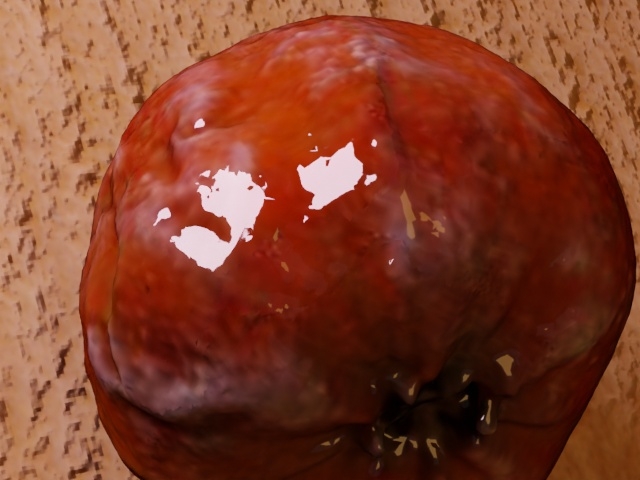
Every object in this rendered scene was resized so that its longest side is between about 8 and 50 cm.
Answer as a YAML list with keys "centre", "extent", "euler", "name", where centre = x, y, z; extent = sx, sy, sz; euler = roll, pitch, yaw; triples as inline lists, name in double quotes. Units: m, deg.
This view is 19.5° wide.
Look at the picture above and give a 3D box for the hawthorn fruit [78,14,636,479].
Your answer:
- centre: [0.000, 0.000, 0.826]
  extent: [0.242, 0.242, 0.272]
  euler: [5, 34, -26]
  name: "hawthorn fruit"
